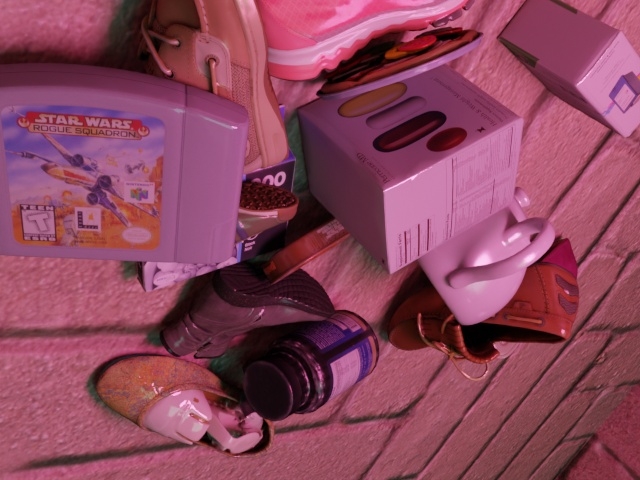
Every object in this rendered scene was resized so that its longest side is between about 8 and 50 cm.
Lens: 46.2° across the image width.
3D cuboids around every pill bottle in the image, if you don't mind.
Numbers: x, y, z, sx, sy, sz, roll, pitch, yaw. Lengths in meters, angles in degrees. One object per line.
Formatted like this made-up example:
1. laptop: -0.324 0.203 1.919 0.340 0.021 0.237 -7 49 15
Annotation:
1. pill bottle: -0.013 0.192 1.156 0.219 0.122 0.123 -19 140 -52

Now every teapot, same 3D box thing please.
1. teapot: 0.223 -0.013 1.094 0.187 0.256 0.252 -34 151 6

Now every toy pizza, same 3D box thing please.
1. toy pizza: 0.086 -0.210 0.860 0.201 0.201 0.032 -27 107 -19

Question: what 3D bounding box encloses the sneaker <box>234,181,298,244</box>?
1. sneaker: -0.123 -0.017 0.873 0.192 0.064 0.086 -4 128 -28

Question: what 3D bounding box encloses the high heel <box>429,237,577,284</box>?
1. high heel: 0.353 0.050 1.443 0.377 0.127 0.181 16 77 -38

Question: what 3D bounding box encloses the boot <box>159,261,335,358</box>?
1. boot: -0.106 0.110 1.094 0.246 0.083 0.161 14 129 -48

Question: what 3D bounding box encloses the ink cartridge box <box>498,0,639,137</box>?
1. ink cartridge box: 0.379 -0.251 1.083 0.212 0.154 0.093 23 108 -49

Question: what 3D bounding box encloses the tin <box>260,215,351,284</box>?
1. tin: 0.000 0.000 1.041 0.189 0.040 0.106 -31 -178 -31

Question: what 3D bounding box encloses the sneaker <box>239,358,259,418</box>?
1. sneaker: -0.072 0.239 1.209 0.051 0.089 0.170 -38 150 24

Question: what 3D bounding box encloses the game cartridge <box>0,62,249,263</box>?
1. game cartridge: -0.223 -0.069 0.721 0.297 0.062 0.198 3 133 -12

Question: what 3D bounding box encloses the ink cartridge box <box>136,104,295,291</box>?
1. ink cartridge box: -0.130 -0.051 0.924 0.206 0.045 0.208 -18 136 -27

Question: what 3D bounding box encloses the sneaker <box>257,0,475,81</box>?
1. sneaker: 0.060 -0.289 0.799 0.313 0.116 0.136 -31 140 -14

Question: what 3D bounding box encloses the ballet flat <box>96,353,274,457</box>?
1. ballet flat: -0.180 0.260 1.126 0.123 0.123 0.348 -46 142 5

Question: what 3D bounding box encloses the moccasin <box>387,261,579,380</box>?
1. moccasin: 0.255 0.146 1.249 0.139 0.147 0.380 30 150 -35

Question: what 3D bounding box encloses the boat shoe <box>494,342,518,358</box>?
1. boat shoe: 0.430 0.165 1.622 0.233 0.084 0.079 -38 -179 -17

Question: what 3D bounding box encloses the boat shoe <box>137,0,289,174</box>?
1. boat shoe: -0.118 -0.184 0.737 0.110 0.122 0.341 -28 138 -11

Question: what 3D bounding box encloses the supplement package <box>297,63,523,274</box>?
1. supplement package: 0.111 -0.106 0.956 0.203 0.194 0.149 -29 140 -17
